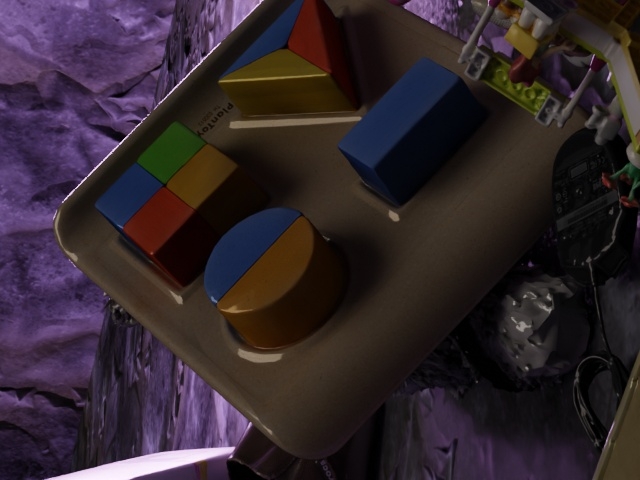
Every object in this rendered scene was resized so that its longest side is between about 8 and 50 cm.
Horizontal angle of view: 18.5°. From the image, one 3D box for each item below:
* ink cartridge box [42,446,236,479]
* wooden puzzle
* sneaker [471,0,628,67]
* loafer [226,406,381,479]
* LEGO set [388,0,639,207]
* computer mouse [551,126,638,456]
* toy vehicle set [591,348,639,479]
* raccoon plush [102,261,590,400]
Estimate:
[{"bbox_3d":[-0.144,0.311,1.887,0.353,0.119,0.207,0,-96,-67],"label":"ink cartridge box"},{"bbox_3d":[-0.013,-0.048,1.450,0.322,0.080,0.348,-46,48,-8],"label":"wooden puzzle"},{"bbox_3d":[0.174,-0.207,1.341,0.252,0.111,0.103,120,154,-56],"label":"sneaker"},{"bbox_3d":[-0.020,0.198,1.861,0.134,0.130,0.365,126,149,-63],"label":"loafer"},{"bbox_3d":[0.162,-0.090,1.268,0.287,0.132,0.107,49,131,24],"label":"LEGO set"},{"bbox_3d":[0.195,0.036,1.300,0.071,0.041,0.242,-27,59,49],"label":"computer mouse"},{"bbox_3d":[0.222,0.164,1.102,0.267,0.035,0.166,-106,27,-58],"label":"toy vehicle set"},{"bbox_3d":[0.000,0.000,1.538,0.446,0.299,0.216,157,120,-74],"label":"raccoon plush"}]
